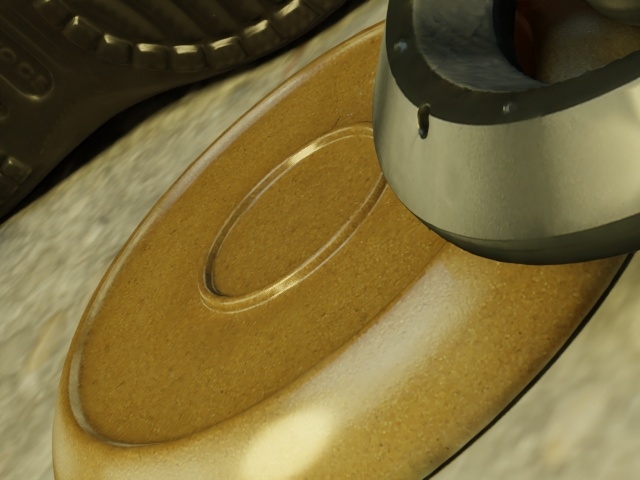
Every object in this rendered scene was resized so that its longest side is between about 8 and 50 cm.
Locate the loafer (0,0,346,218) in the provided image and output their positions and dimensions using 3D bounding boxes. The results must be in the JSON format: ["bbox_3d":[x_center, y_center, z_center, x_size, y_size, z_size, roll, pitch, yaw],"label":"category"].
[{"bbox_3d":[-0.094,-0.134,0.758,0.366,0.134,0.130,-28,26,33],"label":"loafer"}]

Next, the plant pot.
[{"bbox_3d":[0.000,0.000,0.522,0.236,0.032,0.236,-35,25,18],"label":"plant pot"}]

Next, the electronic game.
[{"bbox_3d":[0.099,-0.091,0.423,0.229,0.048,0.229,-38,30,26],"label":"electronic game"}]
